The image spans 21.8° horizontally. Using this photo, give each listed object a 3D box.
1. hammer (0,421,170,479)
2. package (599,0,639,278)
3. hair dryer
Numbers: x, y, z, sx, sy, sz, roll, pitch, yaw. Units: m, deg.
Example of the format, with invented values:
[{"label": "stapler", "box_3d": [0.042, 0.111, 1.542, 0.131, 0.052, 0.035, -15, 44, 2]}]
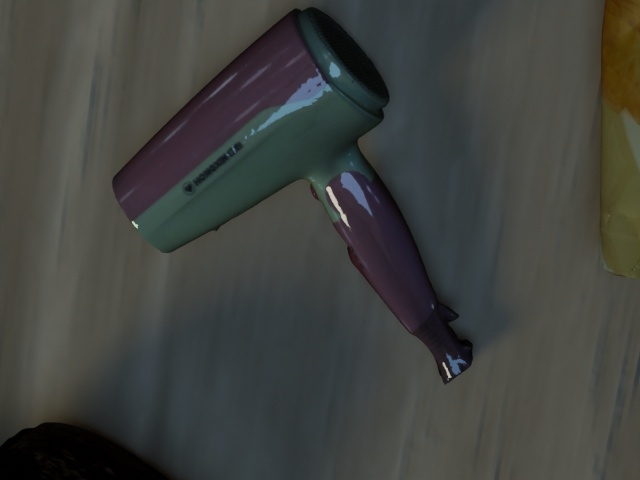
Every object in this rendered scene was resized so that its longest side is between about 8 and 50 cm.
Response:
[{"label": "hammer", "box_3d": [-0.268, 0.108, 0.655, 0.409, 0.095, 0.242, 33, 101, -2]}, {"label": "package", "box_3d": [0.214, -0.123, 0.549, 0.221, 0.165, 0.311, 4, 101, 1]}, {"label": "hair dryer", "box_3d": [0.007, -0.002, 0.643, 0.106, 0.054, 0.154, -41, 102, 14]}]
